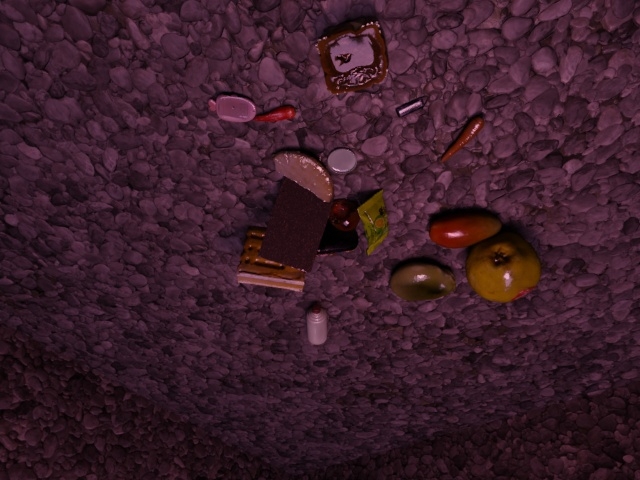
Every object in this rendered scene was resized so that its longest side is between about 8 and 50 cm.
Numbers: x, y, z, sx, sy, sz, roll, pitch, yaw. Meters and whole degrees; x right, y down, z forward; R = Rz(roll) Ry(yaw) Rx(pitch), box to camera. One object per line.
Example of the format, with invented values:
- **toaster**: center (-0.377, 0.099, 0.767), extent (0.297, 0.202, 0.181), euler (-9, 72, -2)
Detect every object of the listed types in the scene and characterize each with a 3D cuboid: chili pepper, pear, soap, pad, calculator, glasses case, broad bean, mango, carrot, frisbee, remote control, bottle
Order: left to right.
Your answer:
- **calculator**: center (-0.304, -0.456, 1.580), extent (0.165, 0.024, 0.103), euler (6, 133, -2)
- **chili pepper**: center (-0.159, -0.433, 1.589), extent (0.178, 0.027, 0.045), euler (-6, 132, 12)
- **soap**: center (-0.186, 0.079, 1.904), extent (0.280, 0.259, 0.143), euler (11, 138, -3)
- **pad**: center (-0.090, -0.061, 1.779), extent (0.219, 0.331, 0.004), euler (19, 175, -12)
- **bottle**: center (-0.019, 0.409, 2.291), extent (0.104, 0.104, 0.245), euler (2, 132, 3)
- **glasses case**: center (0.000, 0.000, 1.856), extent (0.320, 0.122, 0.082), euler (-6, 154, -17)
- **frisbee**: center (0.080, -0.295, 1.705), extent (0.110, 0.014, 0.110), euler (2, 133, 2)
- **remote control**: center (0.302, -0.447, 1.552), extent (0.096, 0.014, 0.039), euler (-20, 127, 20)
- **broad bean**: center (0.455, 0.184, 2.046), extent (0.290, 0.119, 0.238), euler (-3, 141, 10)
- **carrot**: center (0.494, -0.348, 1.613), extent (0.048, 0.048, 0.216), euler (23, 135, -16)
- **mango**: center (0.576, -0.046, 1.825), extent (0.288, 0.129, 0.146), euler (-15, 131, 6)
- **pear**: center (0.743, 0.124, 1.881), extent (0.287, 0.288, 0.375), euler (-17, 158, 18)

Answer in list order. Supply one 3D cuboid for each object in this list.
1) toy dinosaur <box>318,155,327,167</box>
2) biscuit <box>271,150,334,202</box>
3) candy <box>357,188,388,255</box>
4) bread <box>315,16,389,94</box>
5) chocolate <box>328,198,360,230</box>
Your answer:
- **toy dinosaur**: center (0.005, -0.268, 1.726), extent (0.041, 0.026, 0.113), euler (16, 138, 1)
- **biscuit**: center (-0.048, -0.252, 1.714), extent (0.289, 0.038, 0.141), euler (33, 136, -15)
- **candy**: center (0.218, -0.067, 1.829), extent (0.069, 0.149, 0.247), euler (21, 141, 43)
- **bread**: center (0.100, -0.560, 1.400), extent (0.209, 0.110, 0.192), euler (-10, 129, 13)
- **chocolate**: center (0.095, -0.092, 1.811), extent (0.127, 0.133, 0.124), euler (30, 131, -18)
